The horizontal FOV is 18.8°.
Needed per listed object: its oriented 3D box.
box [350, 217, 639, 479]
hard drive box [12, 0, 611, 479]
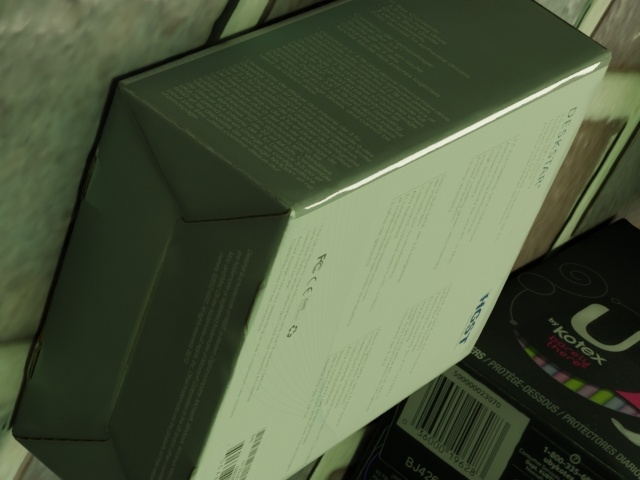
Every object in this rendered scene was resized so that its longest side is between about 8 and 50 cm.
[{"bbox_3d":[0.169,0.114,1.224,0.270,0.165,0.143,-25,145,-52],"label":"box"},{"bbox_3d":[0.000,0.000,0.800,0.232,0.089,0.181,-27,147,-49],"label":"hard drive box"}]
